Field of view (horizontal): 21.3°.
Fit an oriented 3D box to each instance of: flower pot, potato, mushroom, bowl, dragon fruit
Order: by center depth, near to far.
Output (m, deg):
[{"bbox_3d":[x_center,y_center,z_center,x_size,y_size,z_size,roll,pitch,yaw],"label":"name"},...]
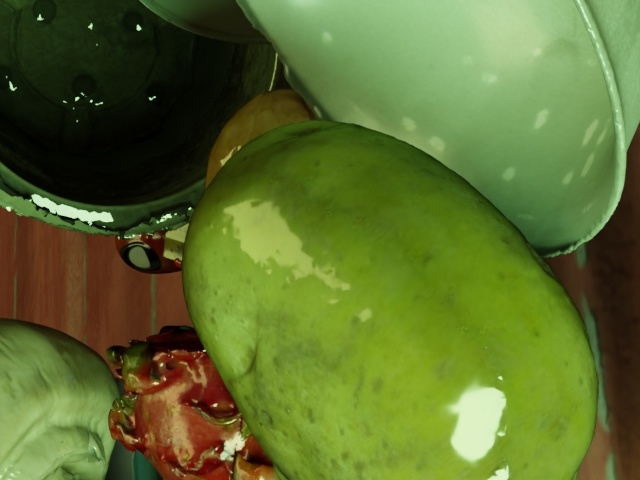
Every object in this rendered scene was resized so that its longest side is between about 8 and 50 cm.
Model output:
[{"bbox_3d":[0.076,-0.160,0.845,0.313,0.146,0.313,42,158,22],"label":"bowl"},{"bbox_3d":[0.037,0.053,0.858,0.228,0.148,0.197,34,116,24],"label":"potato"},{"bbox_3d":[-0.052,0.126,1.088,0.207,0.133,0.150,58,141,28],"label":"dragon fruit"},{"bbox_3d":[-0.226,0.192,1.266,0.254,0.234,0.260,-60,-21,-18],"label":"mushroom"},{"bbox_3d":[-0.162,-0.151,1.293,0.259,0.290,0.290,-156,76,-77],"label":"flower pot"}]

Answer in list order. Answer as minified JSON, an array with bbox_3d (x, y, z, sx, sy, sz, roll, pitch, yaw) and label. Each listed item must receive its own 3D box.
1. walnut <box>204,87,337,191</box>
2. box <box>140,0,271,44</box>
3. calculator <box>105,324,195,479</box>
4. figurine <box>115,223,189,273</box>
[{"bbox_3d":[0.000,0.000,1.016,0.144,0.144,0.180,-47,49,50],"label":"walnut"},{"bbox_3d":[-0.032,-0.253,1.047,0.226,0.226,0.149,-60,32,38],"label":"box"},{"bbox_3d":[-0.147,0.184,1.359,0.293,0.051,0.173,-44,44,52],"label":"calculator"},{"bbox_3d":[-0.104,-0.001,1.291,0.140,0.075,0.068,19,103,52],"label":"figurine"}]
